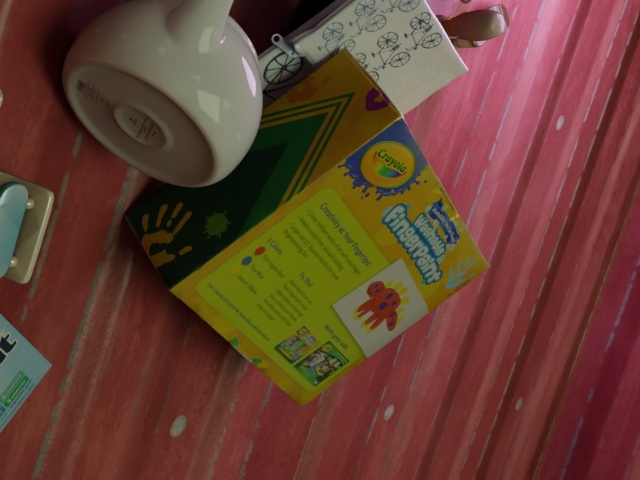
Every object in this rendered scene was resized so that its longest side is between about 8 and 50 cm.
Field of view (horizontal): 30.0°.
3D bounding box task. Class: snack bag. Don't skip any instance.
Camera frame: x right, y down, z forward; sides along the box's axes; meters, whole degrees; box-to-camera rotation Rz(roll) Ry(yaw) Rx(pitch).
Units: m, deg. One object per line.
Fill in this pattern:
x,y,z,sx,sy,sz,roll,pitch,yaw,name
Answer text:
0.020,-0.210,1.660,0.343,0.037,0.323,-34,153,8,snack bag

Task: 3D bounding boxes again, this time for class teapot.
-0.164,-0.196,1.407,0.187,0.256,0.252,-59,138,-28,teapot

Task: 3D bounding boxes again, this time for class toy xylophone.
-0.420,-0.047,1.239,0.323,0.081,0.236,-10,119,-54,toy xylophone

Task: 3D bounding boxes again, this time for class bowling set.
0.264,-0.481,1.985,0.287,0.154,0.199,-49,125,-26,bowling set

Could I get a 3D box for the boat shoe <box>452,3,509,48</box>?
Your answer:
0.290,-0.383,2.149,0.153,0.048,0.056,-44,118,-44,boat shoe

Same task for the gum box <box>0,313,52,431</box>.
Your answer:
-0.418,0.159,1.409,0.157,0.041,0.184,-55,145,-20,gum box

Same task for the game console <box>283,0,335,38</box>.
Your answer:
-0.014,-0.395,1.684,0.213,0.044,0.361,-62,148,-13,game console

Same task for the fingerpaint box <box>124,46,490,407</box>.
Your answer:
0.000,0.000,1.701,0.371,0.163,0.445,-37,145,2,fingerpaint box
